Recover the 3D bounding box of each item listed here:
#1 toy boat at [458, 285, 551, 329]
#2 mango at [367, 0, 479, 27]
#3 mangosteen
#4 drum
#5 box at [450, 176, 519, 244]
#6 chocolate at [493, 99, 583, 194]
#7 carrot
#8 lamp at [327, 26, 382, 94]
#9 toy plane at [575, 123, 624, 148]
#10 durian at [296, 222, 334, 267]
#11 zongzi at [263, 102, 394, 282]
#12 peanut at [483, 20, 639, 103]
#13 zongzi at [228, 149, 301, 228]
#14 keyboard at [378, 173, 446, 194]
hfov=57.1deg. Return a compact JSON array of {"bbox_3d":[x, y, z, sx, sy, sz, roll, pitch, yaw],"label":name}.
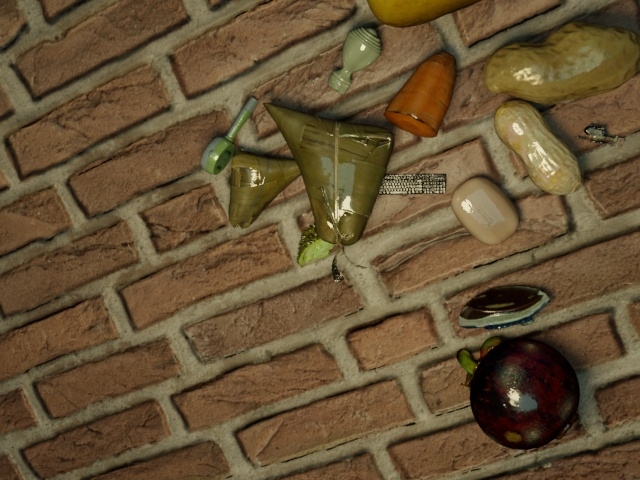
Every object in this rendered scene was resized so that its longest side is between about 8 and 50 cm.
[{"bbox_3d":[0.525,0.206,1.688,0.262,0.114,0.115,-10,131,11],"label":"toy boat"},{"bbox_3d":[0.320,-0.677,1.444,0.446,0.301,0.220,-16,97,17],"label":"mango"},{"bbox_3d":[0.529,0.402,1.631,0.360,0.306,0.305,34,106,24],"label":"mangosteen"},{"bbox_3d":[-0.270,-0.307,1.715,0.049,0.130,0.253,32,105,7],"label":"drum"},{"bbox_3d":[0.460,-0.082,1.645,0.146,0.088,0.200,-42,90,16],"label":"box"},{"bbox_3d":[0.579,-0.243,1.570,0.134,0.134,0.309,-40,94,15],"label":"chocolate"},{"bbox_3d":[0.286,-0.408,1.593,0.159,0.159,0.224,25,94,5],"label":"carrot"},{"bbox_3d":[0.092,-0.501,1.630,0.106,0.106,0.193,39,114,1],"label":"lamp"},{"bbox_3d":[0.755,-0.283,1.582,0.121,0.031,0.049,15,109,9],"label":"toy plane"},{"bbox_3d":[0.000,0.000,1.768,0.215,0.086,0.100,-37,126,18],"label":"durian"},{"bbox_3d":[-0.020,-0.140,1.650,0.419,0.181,0.446,18,91,6],"label":"zongzi"},{"bbox_3d":[0.615,-0.454,1.503,0.388,0.169,0.192,-8,94,12],"label":"peanut"},{"bbox_3d":[-0.146,-0.146,1.756,0.256,0.115,0.227,1,117,-15],"label":"zongzi"},{"bbox_3d":[0.265,-0.163,1.703,0.196,0.018,0.060,-1,104,11],"label":"keyboard"}]
